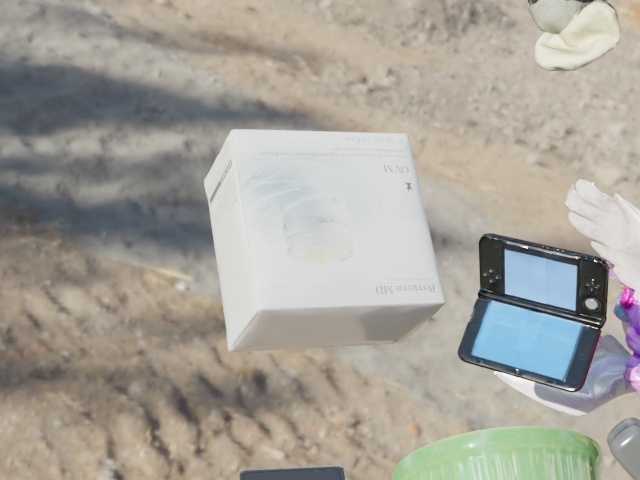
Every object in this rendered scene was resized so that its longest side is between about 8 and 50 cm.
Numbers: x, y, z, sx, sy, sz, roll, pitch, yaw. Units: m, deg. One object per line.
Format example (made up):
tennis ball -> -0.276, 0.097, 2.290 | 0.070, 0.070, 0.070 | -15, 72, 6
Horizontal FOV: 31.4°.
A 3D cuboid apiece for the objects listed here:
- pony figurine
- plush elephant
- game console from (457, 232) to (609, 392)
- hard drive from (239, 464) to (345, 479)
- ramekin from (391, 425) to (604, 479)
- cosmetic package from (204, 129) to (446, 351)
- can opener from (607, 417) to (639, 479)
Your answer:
pony figurine -> 0.419, 0.106, 1.399 | 0.351, 0.303, 0.363 | 40, 37, 21
plush elephant -> 0.351, -0.398, 1.575 | 0.330, 0.255, 0.272 | 31, 40, -21
game console -> 0.223, 0.074, 1.206 | 0.144, 0.124, 0.085 | 14, 41, 27
hard drive -> -0.029, 0.262, 1.054 | 0.094, 0.135, 0.022 | -2, 39, -8
ramekin -> 0.257, 0.386, 1.594 | 0.303, 0.303, 0.148 | 9, 56, -22
cosmetic package -> 0.000, 0.000, 1.320 | 0.224, 0.138, 0.225 | -1, 66, -22
can opener -> 0.396, 0.315, 1.200 | 0.280, 0.093, 0.074 | 54, 7, 2
